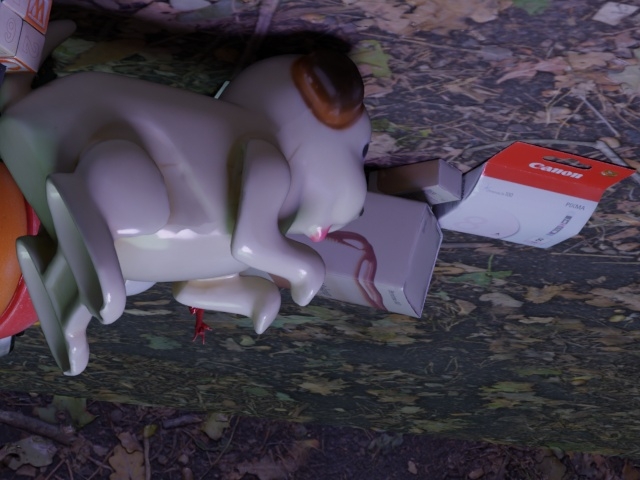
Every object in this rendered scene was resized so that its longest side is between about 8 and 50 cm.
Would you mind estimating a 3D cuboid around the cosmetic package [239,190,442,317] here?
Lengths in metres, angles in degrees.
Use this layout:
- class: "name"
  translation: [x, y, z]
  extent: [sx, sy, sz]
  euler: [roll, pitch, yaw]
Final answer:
- class: "cosmetic package"
  translation: [0.000, 0.000, 2.215]
  extent: [0.296, 0.129, 0.153]
  euler: [11, 164, 18]

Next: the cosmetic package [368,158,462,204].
- class: "cosmetic package"
  translation: [0.126, -0.074, 2.195]
  extent: [0.115, 0.041, 0.060]
  euler: [-9, 156, 34]

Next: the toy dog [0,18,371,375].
- class: "toy dog"
  translation: [-0.132, -0.072, 1.822]
  extent: [0.408, 0.395, 0.284]
  euler: [-17, 157, -25]

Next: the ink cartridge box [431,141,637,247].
- class: "ink cartridge box"
  translation: [0.282, -0.055, 2.200]
  extent: [0.189, 0.066, 0.232]
  euler: [11, 165, -21]

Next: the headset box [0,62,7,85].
- class: "headset box"
  translation: [-0.456, -0.098, 1.641]
  extent: [0.293, 0.218, 0.110]
  euler: [5, 164, 38]

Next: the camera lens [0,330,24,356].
- class: "camera lens"
  translation: [-0.574, 0.056, 2.460]
  extent: [0.274, 0.219, 0.219]
  euler: [8, 162, -11]

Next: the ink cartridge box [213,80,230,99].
- class: "ink cartridge box"
  translation: [-0.096, -0.146, 2.055]
  extent: [0.145, 0.045, 0.179]
  euler: [14, 142, -25]

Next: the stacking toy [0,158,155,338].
- class: "stacking toy"
  translation: [-0.402, 0.003, 2.192]
  extent: [0.351, 0.350, 0.480]
  euler: [-12, 169, 40]

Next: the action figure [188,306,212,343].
- class: "action figure"
  translation: [-0.237, 0.077, 2.599]
  extent: [0.280, 0.139, 0.091]
  euler: [12, 162, -30]

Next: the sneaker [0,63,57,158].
- class: "sneaker"
  translation: [-0.368, -0.173, 1.854]
  extent: [0.083, 0.118, 0.222]
  euler: [22, 171, 6]

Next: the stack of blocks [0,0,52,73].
- class: "stack of blocks"
  translation: [-0.422, -0.262, 1.632]
  extent: [0.171, 0.087, 0.297]
  euler: [2, 163, 25]
